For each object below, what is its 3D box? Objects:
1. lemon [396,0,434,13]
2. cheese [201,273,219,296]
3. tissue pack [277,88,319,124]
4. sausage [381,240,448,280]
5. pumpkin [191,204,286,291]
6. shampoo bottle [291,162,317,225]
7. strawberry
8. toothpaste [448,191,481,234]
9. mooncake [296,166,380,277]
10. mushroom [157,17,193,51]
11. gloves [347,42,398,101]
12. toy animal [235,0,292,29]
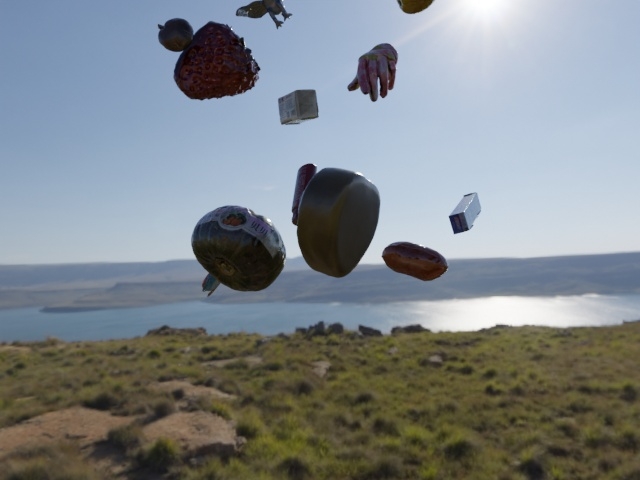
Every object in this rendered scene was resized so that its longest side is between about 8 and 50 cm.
[{"bbox_3d":[0.391,-1.004,1.913,0.207,0.170,0.170,-41,-17,17],"label":"lemon"},{"bbox_3d":[-0.357,0.138,1.614,0.037,0.106,0.256,39,-19,1],"label":"cheese"},{"bbox_3d":[-0.082,-0.489,1.779,0.099,0.105,0.149,-11,10,-28],"label":"tissue pack"},{"bbox_3d":[0.370,0.074,1.888,0.259,0.133,0.133,17,3,17],"label":"sausage"},{"bbox_3d":[-0.208,0.014,1.299,0.260,0.260,0.189,-6,36,42],"label":"pumpkin"},{"bbox_3d":[-0.077,-0.209,2.209,0.076,0.314,0.118,32,-41,-33],"label":"shampoo bottle"},{"bbox_3d":[-0.460,-0.732,2.063,0.345,0.317,0.295,-40,23,-10],"label":"strawberry"},{"bbox_3d":[0.465,-0.090,1.544,0.053,0.066,0.272,-16,10,30],"label":"toothpaste"},{"bbox_3d":[0.034,-0.038,1.032,0.117,0.234,0.235,17,6,26],"label":"mooncake"},{"bbox_3d":[-0.561,-0.790,1.835,0.171,0.135,0.080,30,-17,27],"label":"mushroom"},{"bbox_3d":[0.173,-0.549,1.555,0.145,0.126,0.241,13,42,11],"label":"gloves"},{"bbox_3d":[-0.171,-0.823,1.671,0.239,0.176,0.255,-30,-16,13],"label":"toy animal"}]
